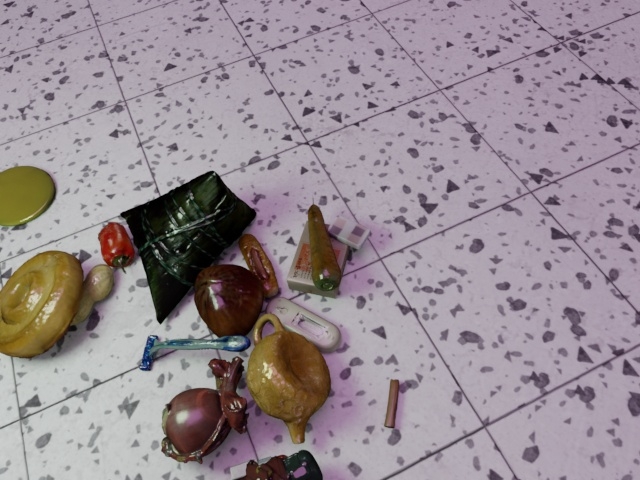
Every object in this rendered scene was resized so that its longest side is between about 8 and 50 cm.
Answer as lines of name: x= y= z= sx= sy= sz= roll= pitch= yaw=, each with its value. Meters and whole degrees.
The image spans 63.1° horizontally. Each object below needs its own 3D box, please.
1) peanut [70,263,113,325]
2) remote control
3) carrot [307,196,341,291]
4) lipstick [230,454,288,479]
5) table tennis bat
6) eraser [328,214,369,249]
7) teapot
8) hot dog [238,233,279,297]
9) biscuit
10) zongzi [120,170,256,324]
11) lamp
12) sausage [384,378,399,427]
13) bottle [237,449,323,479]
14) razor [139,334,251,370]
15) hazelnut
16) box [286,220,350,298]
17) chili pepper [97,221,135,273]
peanut: x=-0.630 y=0.147 z=1.416 sx=0.082 sy=0.082 sz=0.187 roll=28 pitch=64 yaw=20
remote control: x=-0.046 y=0.214 z=1.342 sx=0.221 sy=0.042 sz=0.078 roll=27 pitch=65 yaw=20
carrot: x=0.000 y=0.000 z=1.392 sx=0.078 sy=0.078 sz=0.298 roll=-9 pitch=55 yaw=-1
lipstick: x=-0.135 y=0.505 z=1.172 sx=0.129 sy=0.030 sz=0.030 roll=-16 pitch=57 yaw=-6
table tennis bat: x=-1.021 y=-0.163 z=1.665 sx=0.369 sy=0.054 sz=0.224 roll=19 pitch=62 yaw=11
eraser: x=0.077 y=-0.023 z=1.422 sx=0.105 sy=0.026 sz=0.065 roll=24 pitch=65 yaw=17
teapot: x=-0.095 y=0.318 z=1.216 sx=0.167 sy=0.203 sz=0.311 roll=-45 pitch=56 yaw=28
hot dog: x=-0.171 y=0.062 z=1.447 sx=0.066 sy=0.047 sz=0.215 roll=-21 pitch=58 yaw=-11
biscuit: x=-0.745 y=0.157 z=1.356 sx=0.296 sy=0.102 sz=0.296 roll=-15 pitch=56 yaw=24
zongzi: x=-0.362 y=0.022 z=1.408 sx=0.384 sy=0.319 sz=0.362 roll=-19 pitch=70 yaw=11
lamp: x=-0.261 y=0.393 z=1.189 sx=0.223 sy=0.151 sz=0.215 roll=-15 pitch=43 yaw=-12
sausage: x=0.169 y=0.382 z=1.227 sx=0.026 sy=0.026 sz=0.116 roll=7 pitch=58 yaw=9
bottle: x=-0.126 y=0.531 z=1.080 sx=0.271 sy=0.156 sz=0.143 roll=-30 pitch=66 yaw=-9
razor: x=-0.316 y=0.257 z=1.266 sx=0.324 sy=0.056 sz=0.093 roll=-10 pitch=56 yaw=25
hazelnut: x=-0.233 y=0.151 z=1.325 sx=0.178 sy=0.178 sz=0.204 roll=-5 pitch=57 yaw=2
box: x=0.001 y=0.049 z=1.434 sx=0.141 sy=0.058 sz=0.201 roll=12 pitch=60 yaw=12
chili pepper: x=-0.574 y=0.034 z=1.476 sx=0.084 sy=0.086 sz=0.192 roll=-4 pitch=41 yaw=-35
